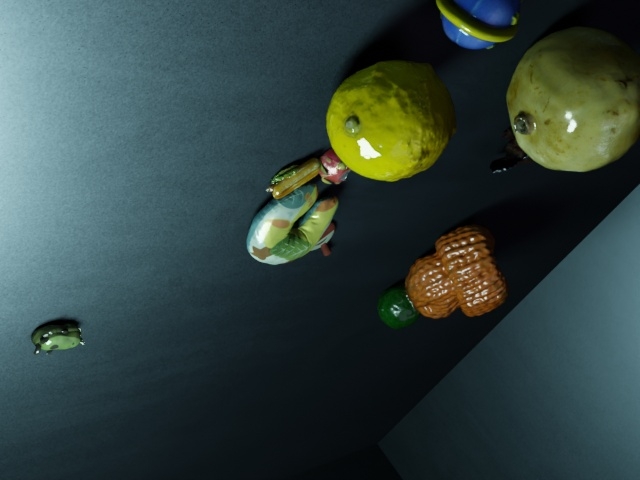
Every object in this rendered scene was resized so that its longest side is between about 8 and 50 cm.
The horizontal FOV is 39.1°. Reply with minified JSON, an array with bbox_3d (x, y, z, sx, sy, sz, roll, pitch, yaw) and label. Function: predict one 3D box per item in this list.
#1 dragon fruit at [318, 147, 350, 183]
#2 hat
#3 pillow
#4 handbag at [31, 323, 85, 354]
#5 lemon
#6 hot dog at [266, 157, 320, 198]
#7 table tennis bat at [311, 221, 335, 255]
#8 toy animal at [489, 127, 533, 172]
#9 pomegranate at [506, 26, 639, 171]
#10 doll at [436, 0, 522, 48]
[{"bbox_3d":[0.028,-0.155,1.897,0.060,0.056,0.083,-13,148,-45],"label":"dragon fruit"},{"bbox_3d":[0.349,0.110,2.698,0.400,0.286,0.285,-13,160,13],"label":"hat"},{"bbox_3d":[-0.064,-0.037,1.962,0.214,0.086,0.233,-47,153,7],"label":"pillow"},{"bbox_3d":[-0.515,0.191,1.778,0.111,0.047,0.072,1,137,-52],"label":"handbag"},{"bbox_3d":[0.135,-0.227,1.706,0.288,0.233,0.233,-12,146,-47],"label":"lemon"},{"bbox_3d":[-0.054,-0.133,1.852,0.133,0.041,0.056,-34,170,-16],"label":"hot dog"},{"bbox_3d":[0.000,0.000,2.193,0.098,0.019,0.155,-36,154,-3],"label":"table tennis bat"},{"bbox_3d":[0.542,-0.235,2.397,0.218,0.116,0.179,-43,156,-3],"label":"toy animal"},{"bbox_3d":[0.584,-0.320,2.061,0.332,0.333,0.333,-31,156,-16],"label":"pomegranate"},{"bbox_3d":[0.316,-0.481,1.638,0.311,0.159,0.243,-47,156,-48],"label":"doll"}]
